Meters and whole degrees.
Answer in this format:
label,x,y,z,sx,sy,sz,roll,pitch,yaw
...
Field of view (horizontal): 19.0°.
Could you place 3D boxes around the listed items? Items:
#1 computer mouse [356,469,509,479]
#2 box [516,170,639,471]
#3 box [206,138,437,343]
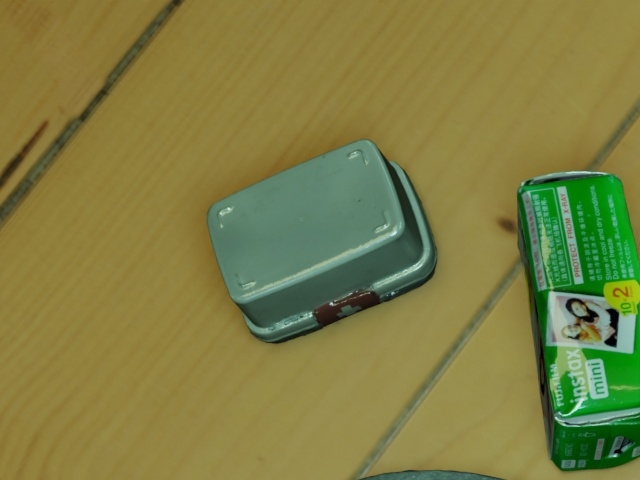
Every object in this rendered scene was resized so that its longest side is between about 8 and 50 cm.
label,x,y,z,sx,sy,sz,roll,pitch,yaw
computer mouse,0.128,0.311,1.748,0.374,0.114,0.203,1,71,19
box,0.245,0.073,1.771,0.103,0.180,0.250,-9,68,2
box,0.000,0.000,1.903,0.210,0.129,0.148,-24,63,9
